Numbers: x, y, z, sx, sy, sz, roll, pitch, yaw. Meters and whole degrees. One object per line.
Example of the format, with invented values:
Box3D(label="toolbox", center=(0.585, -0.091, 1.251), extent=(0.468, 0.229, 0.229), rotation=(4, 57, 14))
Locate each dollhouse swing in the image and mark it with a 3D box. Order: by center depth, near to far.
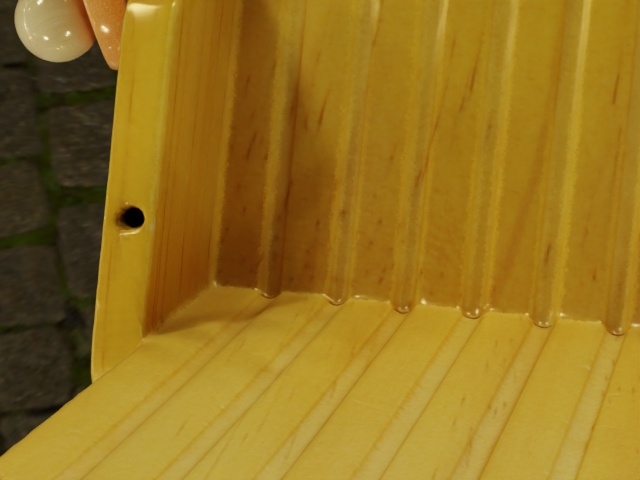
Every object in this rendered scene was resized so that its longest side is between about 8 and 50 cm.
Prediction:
Box3D(label="dollhouse swing", center=(0.049, -0.018, 0.691), extent=(0.347, 0.305, 0.315), rotation=(6, 92, 17))

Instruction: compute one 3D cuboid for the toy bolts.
Box3D(label="toy bolts", center=(-0.149, -0.221, 1.034), extent=(0.158, 0.218, 0.228), rotation=(-17, 101, -4))
